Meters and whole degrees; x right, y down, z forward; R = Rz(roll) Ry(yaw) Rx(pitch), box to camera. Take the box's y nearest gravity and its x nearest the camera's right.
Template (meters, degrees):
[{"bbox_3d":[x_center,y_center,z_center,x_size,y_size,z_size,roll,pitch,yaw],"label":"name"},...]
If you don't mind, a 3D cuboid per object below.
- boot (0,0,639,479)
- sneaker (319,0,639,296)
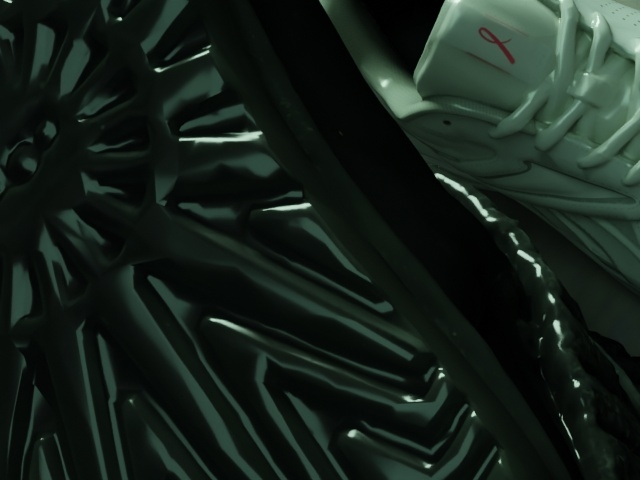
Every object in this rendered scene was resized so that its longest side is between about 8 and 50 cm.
[{"bbox_3d":[-0.003,0.003,0.504,0.131,0.260,0.348,-37,67,20],"label":"boot"},{"bbox_3d":[0.082,-0.039,0.556,0.232,0.115,0.090,24,90,35],"label":"sneaker"}]
